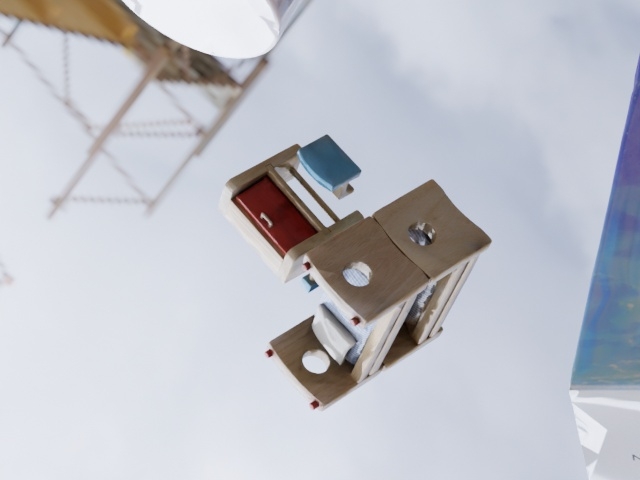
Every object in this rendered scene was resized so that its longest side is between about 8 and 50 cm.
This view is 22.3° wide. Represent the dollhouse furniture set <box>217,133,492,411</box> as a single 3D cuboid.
[{"bbox_3d":[0.000,0.000,1.179,0.129,0.129,0.184,-30,-112,-32],"label":"dollhouse furniture set"}]

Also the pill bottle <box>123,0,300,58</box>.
[{"bbox_3d":[-0.015,-0.177,0.686,0.108,0.108,0.193,33,-115,-18],"label":"pill bottle"}]

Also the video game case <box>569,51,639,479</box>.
[{"bbox_3d":[0.221,-0.029,0.518,0.269,0.244,0.061,-68,-33,-45],"label":"video game case"}]
